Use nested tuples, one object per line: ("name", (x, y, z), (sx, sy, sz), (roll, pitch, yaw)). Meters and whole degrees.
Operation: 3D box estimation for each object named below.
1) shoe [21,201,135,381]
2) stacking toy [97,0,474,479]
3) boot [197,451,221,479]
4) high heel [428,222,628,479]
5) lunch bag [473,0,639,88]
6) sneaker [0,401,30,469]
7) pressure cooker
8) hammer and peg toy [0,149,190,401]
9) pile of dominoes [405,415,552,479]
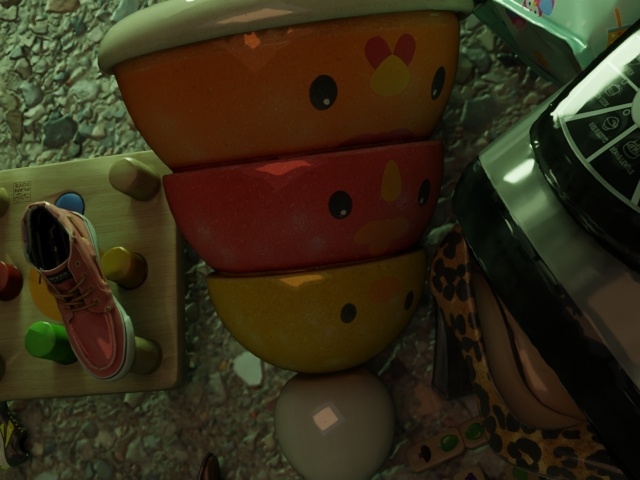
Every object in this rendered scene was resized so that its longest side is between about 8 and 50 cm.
("shoe", (-0.234, 0.048, 1.016), (0.063, 0.081, 0.178), (-23, 74, 9))
("stacking toy", (0.000, 0.000, 1.018), (0.351, 0.350, 0.479), (-8, 96, 16))
("boot", (-0.067, 0.269, 1.078), (0.114, 0.037, 0.106), (0, 92, 21))
("high heel", (0.186, 0.095, 0.928), (0.261, 0.093, 0.186), (29, 126, 48))
("lunch bag", (0.274, -0.251, 1.009), (0.223, 0.160, 0.262), (-44, 36, 6))
("sneaker", (-0.341, 0.209, 1.183), (0.035, 0.031, 0.083), (-13, 80, 1))
("pressure cooker", (0.351, -0.028, 0.764), (0.420, 0.375, 0.370), (-37, 94, 13))
("hammer and peg toy", (-0.316, 0.038, 1.153), (0.361, 0.127, 0.266), (-5, 78, 16))
("pile of dominoes", (0.192, 0.222, 0.964), (0.251, 0.040, 0.196), (-27, 48, 11))
